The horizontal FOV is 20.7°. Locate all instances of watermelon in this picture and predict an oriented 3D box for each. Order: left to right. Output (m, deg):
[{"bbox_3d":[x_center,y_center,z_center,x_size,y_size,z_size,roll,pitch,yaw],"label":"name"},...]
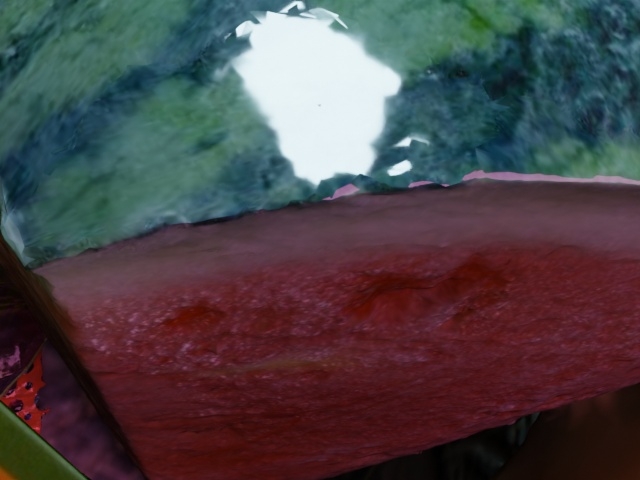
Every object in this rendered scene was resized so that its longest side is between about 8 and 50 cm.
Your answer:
[{"bbox_3d":[0.022,-0.007,0.549,0.283,0.250,0.292,-22,118,-31],"label":"watermelon"}]

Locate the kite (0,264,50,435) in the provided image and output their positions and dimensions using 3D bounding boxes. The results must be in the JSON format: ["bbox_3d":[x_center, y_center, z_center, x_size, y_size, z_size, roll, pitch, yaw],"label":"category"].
[{"bbox_3d":[-0.141,0.028,0.595,0.125,0.008,0.222,-7,111,-36],"label":"kite"}]

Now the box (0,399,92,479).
[{"bbox_3d":[-0.176,0.095,0.470,0.195,0.177,0.148,-50,129,-12],"label":"box"}]

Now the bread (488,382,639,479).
[{"bbox_3d":[0.158,0.216,0.720,0.376,0.253,0.348,-49,158,-8],"label":"bread"}]
